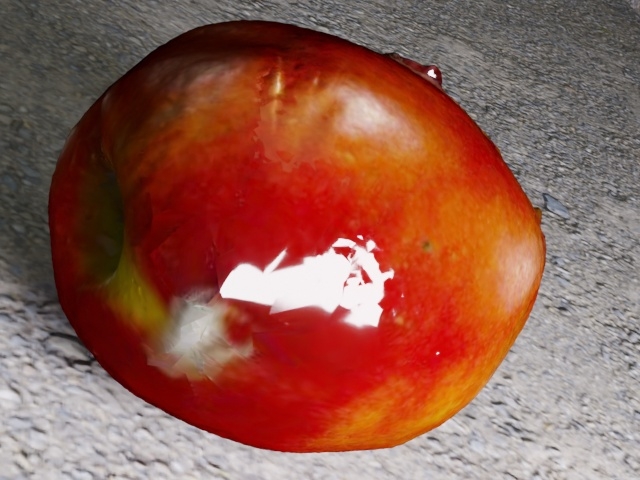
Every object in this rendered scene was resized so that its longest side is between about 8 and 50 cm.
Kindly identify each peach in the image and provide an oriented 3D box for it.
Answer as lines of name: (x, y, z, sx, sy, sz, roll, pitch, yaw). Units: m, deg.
peach: (0.000, 0.000, 0.793, 0.338, 0.281, 0.281, 4, 37, -36)
